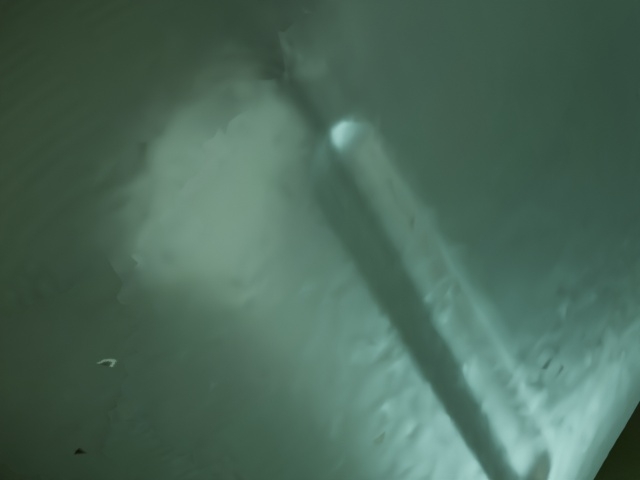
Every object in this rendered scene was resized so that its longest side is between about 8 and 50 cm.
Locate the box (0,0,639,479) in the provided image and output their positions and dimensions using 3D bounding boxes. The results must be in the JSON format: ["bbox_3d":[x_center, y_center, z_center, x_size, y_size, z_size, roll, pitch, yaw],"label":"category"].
[{"bbox_3d":[0.022,-0.061,0.520,0.349,0.141,0.288,-55,141,-21],"label":"box"}]

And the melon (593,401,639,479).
[{"bbox_3d":[0.156,0.002,0.785,0.317,0.223,0.223,-23,-168,44],"label":"melon"}]
